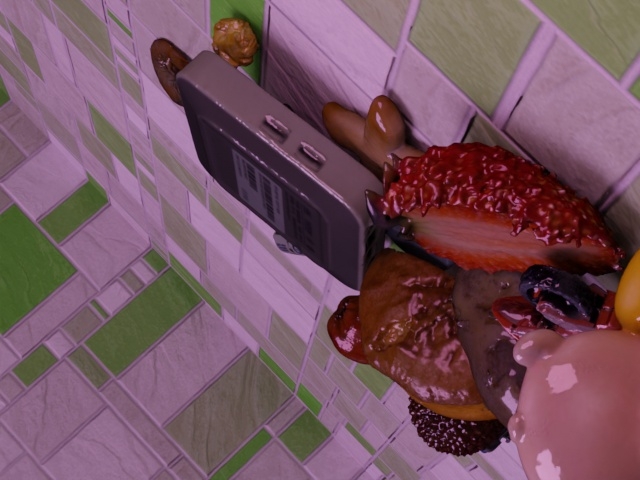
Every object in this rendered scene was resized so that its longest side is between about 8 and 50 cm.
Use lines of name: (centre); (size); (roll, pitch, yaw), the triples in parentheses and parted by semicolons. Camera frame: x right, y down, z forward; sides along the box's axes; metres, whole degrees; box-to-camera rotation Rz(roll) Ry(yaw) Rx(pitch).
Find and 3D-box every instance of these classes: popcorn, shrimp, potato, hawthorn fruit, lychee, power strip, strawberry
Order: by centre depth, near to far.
strawberry: (0.228, -0.039, 1.389); (0.306, 0.138, 0.233); (8, 165, 28)
potato: (0.256, 0.132, 1.517); (0.165, 0.164, 0.262); (100, 161, -71)
power strip: (0.156, -0.014, 1.736); (0.137, 0.044, 0.216); (54, 164, -22)
popcorn: (-0.122, -0.297, 1.788); (0.084, 0.084, 0.084); (43, 164, 16)
lychee: (0.230, 0.261, 1.942); (0.188, 0.188, 0.188); (43, 164, 16)
shrimp: (-0.246, -0.298, 2.151); (0.236, 0.053, 0.133); (38, 142, 43)
hawthorn fruit: (0.086, 0.170, 2.214); (0.138, 0.133, 0.133); (38, 169, -20)

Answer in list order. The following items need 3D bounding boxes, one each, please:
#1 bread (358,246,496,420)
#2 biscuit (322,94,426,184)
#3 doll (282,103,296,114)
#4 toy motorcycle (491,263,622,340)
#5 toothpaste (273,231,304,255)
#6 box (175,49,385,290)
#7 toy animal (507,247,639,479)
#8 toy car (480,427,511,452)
bread: (0.183, 0.160, 1.738); (0.340, 0.179, 0.194); (30, 170, 33)
biscuit: (0.085, -0.129, 1.644); (0.164, 0.047, 0.208); (53, 164, -15)
doll: (-0.038, -0.147, 1.922); (0.165, 0.057, 0.139); (46, 162, -10)
toy motorcycle: (0.352, 0.123, 1.366); (0.298, 0.089, 0.171); (28, 162, 1)
toothpaste: (0.000, 0.000, 2.167); (0.099, 0.061, 0.392); (54, 161, -18)
box: (-0.057, -0.095, 1.830); (0.373, 0.090, 0.367); (39, 166, 15)
toy animal: (0.359, 0.139, 1.093); (0.247, 0.345, 0.278); (-153, 57, -77)
toy car: (0.263, 0.291, 2.086); (0.191, 0.097, 0.100); (45, 165, 9)
